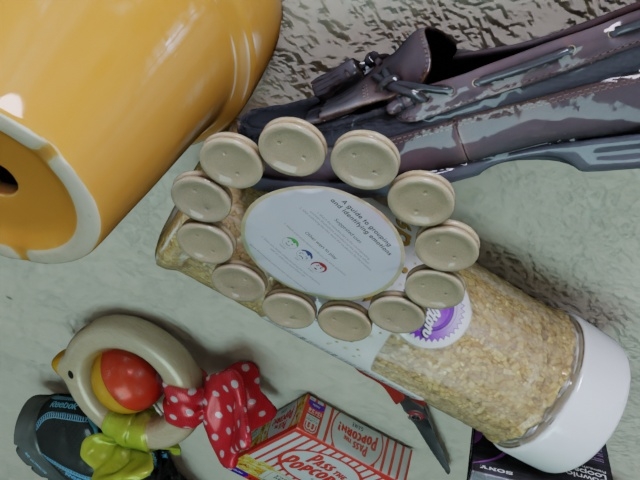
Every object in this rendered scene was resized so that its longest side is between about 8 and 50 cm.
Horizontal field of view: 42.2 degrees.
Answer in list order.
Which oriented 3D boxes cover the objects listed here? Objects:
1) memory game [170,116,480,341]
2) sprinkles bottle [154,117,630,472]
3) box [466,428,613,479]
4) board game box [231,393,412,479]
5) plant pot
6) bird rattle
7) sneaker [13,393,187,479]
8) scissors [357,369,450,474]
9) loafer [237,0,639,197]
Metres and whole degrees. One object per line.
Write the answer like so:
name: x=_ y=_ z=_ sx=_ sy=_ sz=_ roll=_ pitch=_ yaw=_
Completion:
memory game: x=0.000 y=0.000 z=0.490 sx=0.186 sy=0.012 sz=0.186 roll=10 pitch=139 yaw=8
sprinkles bottle: x=0.057 y=0.047 z=0.622 sx=0.355 sy=0.121 sz=0.121 roll=29 pitch=142 yaw=-13
box: x=0.188 y=0.183 z=0.716 sx=0.116 sy=0.162 sz=0.029 roll=12 pitch=108 yaw=10
board game box: x=-0.008 y=0.256 z=0.977 sx=0.147 sy=0.045 sz=0.193 roll=31 pitch=141 yaw=-15
plant pot: x=-0.147 y=-0.097 z=0.473 sx=0.205 sy=0.188 sz=0.205 roll=12 pitch=143 yaw=10
bird rattle: x=-0.185 y=0.172 z=0.890 sx=0.253 sy=0.143 sz=0.207 roll=-27 pitch=107 yaw=40
sneaker: x=-0.247 y=0.321 z=1.099 sx=0.140 sy=0.125 sz=0.341 roll=-13 pitch=134 yaw=33
scissors: x=0.085 y=0.161 z=0.842 sx=0.109 sy=0.021 sz=0.297 roll=6 pitch=142 yaw=13
loafer: x=0.089 y=-0.091 z=0.470 sx=0.302 sy=0.109 sz=0.095 roll=-4 pitch=119 yaw=19
